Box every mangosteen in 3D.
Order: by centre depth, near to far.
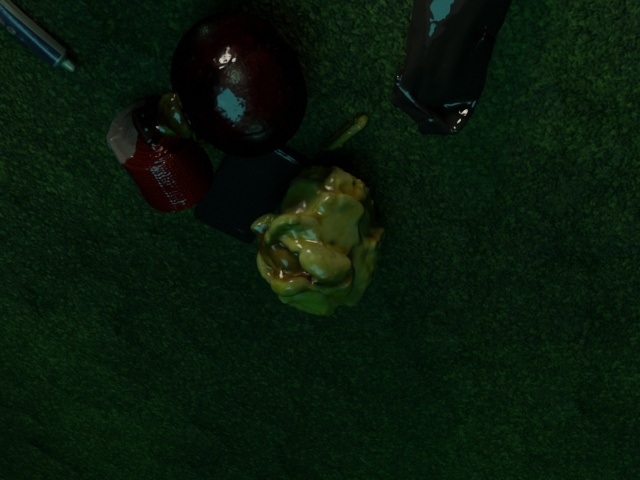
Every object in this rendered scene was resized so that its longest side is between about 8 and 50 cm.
[{"bbox_3d":[-0.129,-0.216,1.264,0.216,0.216,0.216,9,136,9],"label":"mangosteen"}]

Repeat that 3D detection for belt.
[{"bbox_3d":[-0.256,-0.145,1.407,0.128,0.201,0.124,-33,133,-7],"label":"belt"}]

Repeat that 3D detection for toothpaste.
[{"bbox_3d":[-0.463,-0.331,1.387,0.197,0.035,0.057,40,127,-18],"label":"toothpaste"}]

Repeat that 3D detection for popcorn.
[{"bbox_3d":[0.000,0.000,1.451,0.195,0.255,0.256,23,112,19],"label":"popcorn"}]

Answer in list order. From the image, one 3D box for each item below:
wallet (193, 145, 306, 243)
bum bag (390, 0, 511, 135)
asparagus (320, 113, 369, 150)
[{"bbox_3d":[-0.127,-0.088,1.536,0.124,0.025,0.244,27,136,-11],"label":"wallet"},{"bbox_3d":[0.173,-0.279,1.217,0.142,0.080,0.326,10,134,-3],"label":"bum bag"},{"bbox_3d":[0.036,-0.165,1.409,0.025,0.021,0.108,37,133,-22],"label":"asparagus"}]
